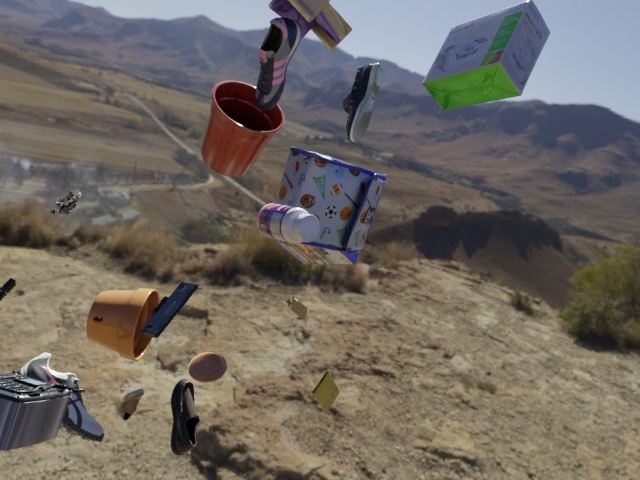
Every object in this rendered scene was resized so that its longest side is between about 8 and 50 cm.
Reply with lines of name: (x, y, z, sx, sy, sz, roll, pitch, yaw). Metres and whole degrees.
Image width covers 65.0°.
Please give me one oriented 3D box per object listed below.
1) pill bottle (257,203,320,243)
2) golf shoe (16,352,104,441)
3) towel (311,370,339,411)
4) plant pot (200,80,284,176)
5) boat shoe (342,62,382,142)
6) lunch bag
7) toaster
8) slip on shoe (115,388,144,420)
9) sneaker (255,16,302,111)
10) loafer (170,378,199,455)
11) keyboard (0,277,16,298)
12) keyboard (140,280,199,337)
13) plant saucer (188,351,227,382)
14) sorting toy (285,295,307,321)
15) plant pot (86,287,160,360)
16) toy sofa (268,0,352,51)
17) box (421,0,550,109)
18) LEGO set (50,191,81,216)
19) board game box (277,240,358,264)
pill bottle: (-0.094, -0.049, 1.496, 0.108, 0.108, 0.193, 0, 9, -42)
golf shoe: (-0.639, 0.402, 1.268, 0.273, 0.105, 0.120, 46, 53, -15)
towel: (0.022, 0.571, 1.900, 0.021, 0.102, 0.237, 24, -24, 27)
plant pot: (-0.311, -0.396, 1.862, 0.272, 0.265, 0.272, 19, 44, -19)
boat shoe: (0.144, -0.549, 1.988, 0.113, 0.340, 0.127, 13, -8, 25)
lunch bag: (0.052, -0.133, 1.847, 0.385, 0.328, 0.239, 13, 11, -35)
toaster: (-0.624, 0.340, 1.024, 0.185, 0.110, 0.168, 11, -8, 11)
slip on shoe: (-0.485, 0.420, 1.287, 0.051, 0.135, 0.041, -4, 59, -50)
sneaker: (-0.176, -0.596, 1.702, 0.112, 0.319, 0.131, 32, 25, 24)
loafer: (-0.395, 0.524, 1.507, 0.078, 0.220, 0.080, -17, -28, 17)
keyboard: (-0.854, 0.183, 1.296, 0.038, 0.192, 0.100, 38, -27, -9)
keyboard: (-0.411, 0.185, 1.364, 0.108, 0.023, 0.180, 3, 46, 40)
plant saucer: (-0.247, 0.275, 1.102, 0.083, 0.013, 0.083, 5, 32, -3)
sorting toy: (-0.066, 0.178, 1.371, 0.083, 0.062, 0.012, 35, 51, 28)
plant pot: (-0.792, 0.318, 2.012, 0.203, 0.291, 0.291, 12, 16, -1)
toy sofa: (-0.025, -0.780, 1.763, 0.150, 0.177, 0.362, 48, 13, 6)
box: (0.455, -0.502, 1.391, 0.126, 0.231, 0.262, 38, -17, -32)
LEGO set: (-0.413, -0.055, 0.823, 0.023, 0.054, 0.083, 50, -6, -14)
board game box: (0.000, 0.000, 2.281, 0.291, 0.141, 0.232, -1, -28, 34)
